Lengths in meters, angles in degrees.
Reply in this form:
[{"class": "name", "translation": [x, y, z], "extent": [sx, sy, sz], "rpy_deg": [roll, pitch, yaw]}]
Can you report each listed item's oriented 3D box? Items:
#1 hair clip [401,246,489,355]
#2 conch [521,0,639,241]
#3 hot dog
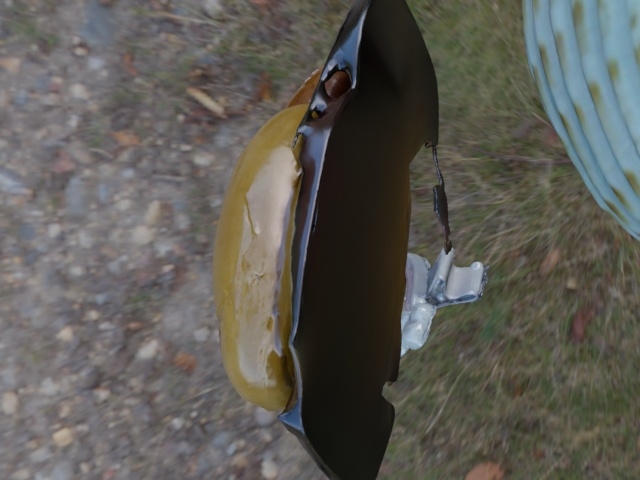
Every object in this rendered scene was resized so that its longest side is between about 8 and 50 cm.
[{"class": "hair clip", "translation": [0.075, 0.070, 1.550], "extent": [0.054, 0.140, 0.220], "rpy_deg": [30, 143, -26]}, {"class": "conch", "translation": [0.202, -0.131, 0.737], "extent": [0.215, 0.319, 0.303], "rpy_deg": [25, 103, 19]}, {"class": "hot dog", "translation": [-0.003, -0.001, 1.078], "extent": [0.107, 0.194, 0.326], "rpy_deg": [0, 59, 32]}]
